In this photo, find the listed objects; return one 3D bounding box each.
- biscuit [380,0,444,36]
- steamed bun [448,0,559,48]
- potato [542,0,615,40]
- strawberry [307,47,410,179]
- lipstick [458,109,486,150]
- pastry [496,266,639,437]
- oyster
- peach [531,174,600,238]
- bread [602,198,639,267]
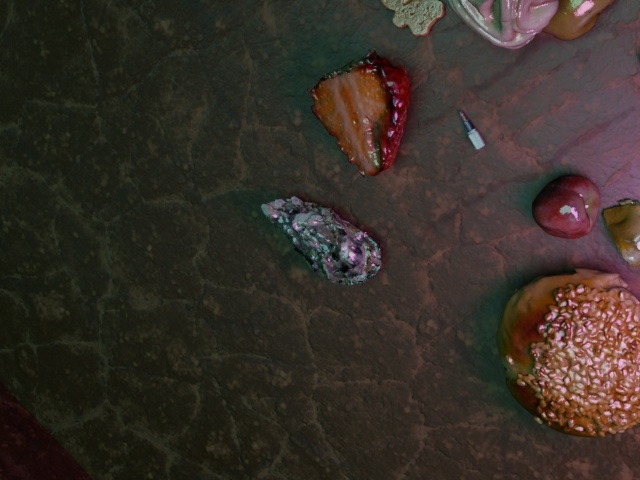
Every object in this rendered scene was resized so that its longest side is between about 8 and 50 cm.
[{"bbox_3d":[0.213,-0.579,1.773,0.184,0.027,0.133,36,112,12],"label":"biscuit"},{"bbox_3d":[0.380,-0.593,1.533,0.310,0.219,0.324,-58,37,24],"label":"steamed bun"},{"bbox_3d":[0.548,-0.537,1.584,0.137,0.154,0.200,17,127,-26],"label":"potato"},{"bbox_3d":[0.138,-0.328,1.805,0.280,0.150,0.253,55,135,-1],"label":"strawberry"},{"bbox_3d":[0.366,-0.271,1.789,0.025,0.025,0.107,-31,83,25],"label":"lipstick"},{"bbox_3d":[0.604,0.266,1.705,0.409,0.245,0.410,4,102,20],"label":"pastry"},{"bbox_3d":[-0.002,-0.005,1.943,0.351,0.158,0.162,32,78,-2],"label":"oyster"},{"bbox_3d":[0.560,-0.078,1.702,0.152,0.152,0.152,5,105,20],"label":"peach"},{"bbox_3d":[0.710,-0.011,1.673,0.103,0.110,0.156,-35,88,30],"label":"bread"}]
